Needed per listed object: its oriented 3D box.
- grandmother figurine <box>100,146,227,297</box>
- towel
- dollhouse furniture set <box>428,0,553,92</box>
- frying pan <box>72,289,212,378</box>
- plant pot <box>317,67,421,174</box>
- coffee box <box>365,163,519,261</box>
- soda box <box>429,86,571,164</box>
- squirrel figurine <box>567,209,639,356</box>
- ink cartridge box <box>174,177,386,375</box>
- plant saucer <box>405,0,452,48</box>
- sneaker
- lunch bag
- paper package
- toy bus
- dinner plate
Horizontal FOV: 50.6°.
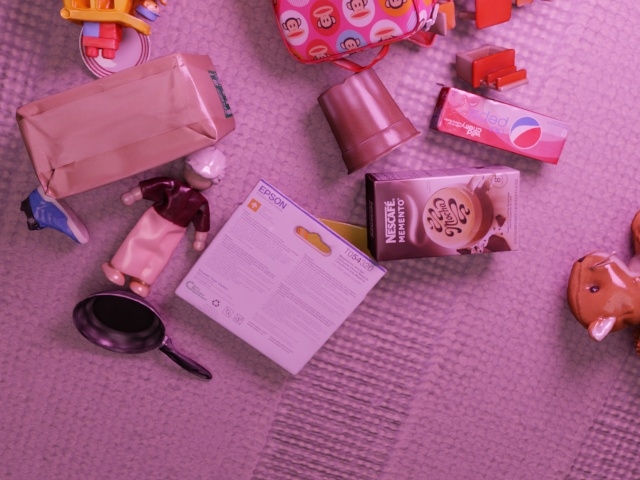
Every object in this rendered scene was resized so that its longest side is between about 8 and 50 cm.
[{"bbox_3d":[-0.316,-0.054,1.402,0.207,0.104,0.342,32,98,-42],"label":"grandmother figurine"},{"bbox_3d":[0.000,0.000,1.463,0.237,0.021,0.102,11,108,-5],"label":"towel"},{"bbox_3d":[0.323,-0.425,1.269,0.261,0.135,0.259,-21,123,-18],"label":"dollhouse furniture set"},{"bbox_3d":[-0.365,0.190,1.455,0.326,0.053,0.197,17,133,-12],"label":"frying pan"},{"bbox_3d":[0.085,-0.241,1.341,0.167,0.167,0.165,-30,95,5],"label":"plant pot"},{"bbox_3d":[0.246,-0.059,1.394,0.297,0.119,0.168,-5,104,-5],"label":"coffee box"},{"bbox_3d":[0.364,-0.235,1.383,0.263,0.083,0.092,15,103,-6],"label":"soda box"},{"bbox_3d":[0.720,0.132,1.394,0.370,0.281,0.397,-25,101,11],"label":"squirrel figurine"},{"bbox_3d":[-0.084,0.078,1.429,0.324,0.071,0.330,37,109,-9],"label":"ink cartridge box"},{"bbox_3d":[0.148,-0.542,1.307,0.258,0.048,0.259,20,112,-7],"label":"plant saucer"},{"bbox_3d":[-0.559,-0.036,1.413,0.084,0.058,0.152,-39,97,1],"label":"sneaker"},{"bbox_3d":[0.054,-0.435,1.220,0.293,0.120,0.258,-3,117,33],"label":"lunch bag"},{"bbox_3d":[-0.331,-0.219,1.241,0.309,0.325,0.168,-18,103,3],"label":"paper package"},{"bbox_3d":[-0.374,-0.446,1.269,0.220,0.149,0.212,2,99,-4],"label":"toy bus"},{"bbox_3d":[-0.410,-0.389,1.356,0.141,0.017,0.141,0,103,-1],"label":"dinner plate"}]
